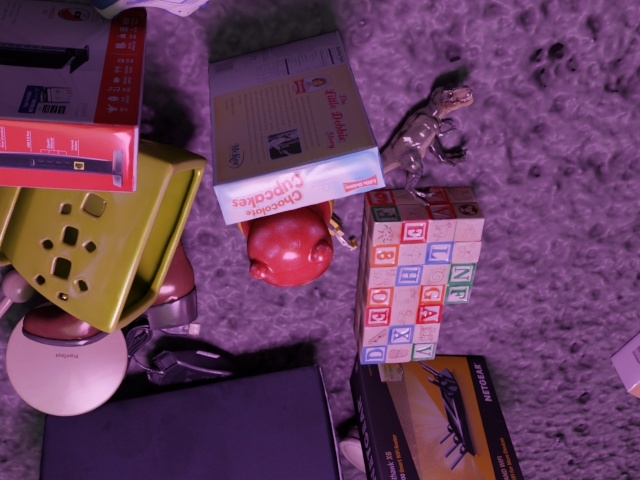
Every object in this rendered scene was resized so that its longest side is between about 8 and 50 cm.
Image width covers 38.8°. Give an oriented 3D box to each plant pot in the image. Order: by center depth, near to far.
[{"bbox_3d":[-0.294,-0.038,1.170,0.207,0.227,0.228,23,97,2],"label":"plant pot"}]

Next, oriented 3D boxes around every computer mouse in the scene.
[{"bbox_3d":[-0.220,0.189,1.519,0.262,0.060,0.184,15,131,-21],"label":"computer mouse"}]

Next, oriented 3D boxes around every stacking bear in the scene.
[{"bbox_3d":[-0.049,-0.048,1.225,0.175,0.289,0.164,-12,128,1],"label":"stacking bear"}]

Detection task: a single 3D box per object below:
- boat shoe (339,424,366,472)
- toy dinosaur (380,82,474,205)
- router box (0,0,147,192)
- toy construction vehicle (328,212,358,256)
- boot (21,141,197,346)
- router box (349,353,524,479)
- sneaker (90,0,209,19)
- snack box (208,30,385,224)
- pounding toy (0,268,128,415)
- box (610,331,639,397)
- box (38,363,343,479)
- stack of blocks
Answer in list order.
[{"bbox_3d":[0.165,0.431,1.755,0.324,0.097,0.116,39,154,-28],"label":"boat shoe"},{"bbox_3d":[0.143,-0.124,1.346,0.118,0.064,0.268,36,117,-23],"label":"toy dinosaur"},{"bbox_3d":[-0.356,-0.180,1.042,0.301,0.335,0.082,2,124,-11],"label":"router box"},{"bbox_3d":[0.000,0.000,1.432,0.086,0.035,0.098,-34,125,17],"label":"toy construction vehicle"},{"bbox_3d":[-0.321,0.005,1.307,0.264,0.096,0.280,-7,110,1],"label":"boot"},{"bbox_3d":[0.193,0.333,1.548,0.243,0.309,0.081,3,130,-12],"label":"router box"},{"bbox_3d":[-0.149,-0.345,1.115,0.296,0.112,0.131,-5,146,-3],"label":"sneaker"},{"bbox_3d":[-0.040,-0.151,1.125,0.187,0.322,0.060,-14,126,2],"label":"snack box"},{"bbox_3d":[-0.423,0.165,1.443,0.237,0.110,0.183,32,85,-11],"label":"pounding toy"},{"bbox_3d":[0.654,0.238,1.686,0.170,0.091,0.130,26,119,-25],"label":"box"},{"bbox_3d":[-0.185,0.499,1.589,0.480,0.297,0.472,-10,139,-1],"label":"box"},{"bbox_3d":[0.151,0.061,1.470,0.171,0.087,0.297,-2,128,-8],"label":"stack of blocks"}]
